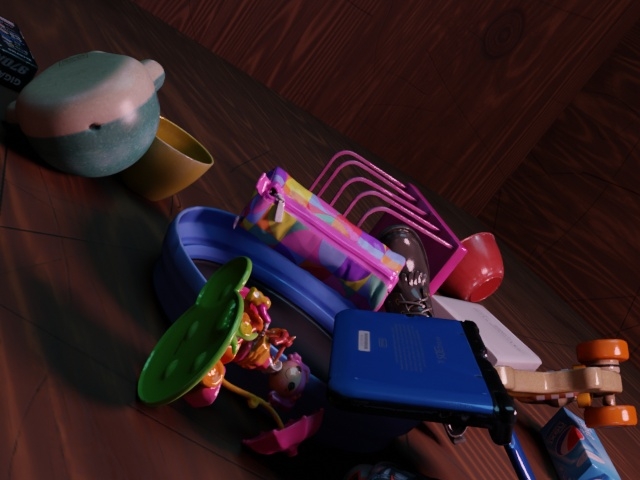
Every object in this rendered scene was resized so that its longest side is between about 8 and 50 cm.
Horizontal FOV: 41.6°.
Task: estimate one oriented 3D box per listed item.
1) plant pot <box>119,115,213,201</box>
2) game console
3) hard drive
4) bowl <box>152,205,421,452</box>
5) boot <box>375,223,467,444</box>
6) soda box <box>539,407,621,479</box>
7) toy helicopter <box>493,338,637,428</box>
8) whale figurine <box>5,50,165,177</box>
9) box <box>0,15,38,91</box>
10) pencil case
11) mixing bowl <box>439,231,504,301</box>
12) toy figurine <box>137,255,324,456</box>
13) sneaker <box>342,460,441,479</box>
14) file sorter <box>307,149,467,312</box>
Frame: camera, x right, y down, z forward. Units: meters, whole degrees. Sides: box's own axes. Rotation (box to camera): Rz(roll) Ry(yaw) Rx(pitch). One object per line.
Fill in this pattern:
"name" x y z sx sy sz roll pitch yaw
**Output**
"plant pot" -0.237 -0.114 1.226 0.134 0.095 0.134 35 13 -9
"game console" 0.129 0.199 0.910 0.250 0.173 0.293 6 10 2
"hard drive" 0.343 0.199 1.787 0.203 0.040 0.308 44 15 28
"bowl" -0.035 0.106 1.048 0.391 0.077 0.391 35 14 -10
"boot" 0.153 0.124 1.185 0.229 0.091 0.262 -128 -154 -68
"soda box" 0.433 0.363 1.409 0.071 0.067 0.210 36 13 -6
"toy helicopter" 0.337 0.235 1.374 0.355 0.235 0.140 14 68 -42
"whale figurine" -0.308 -0.176 1.137 0.272 0.216 0.141 -129 -160 -59
"box" -0.537 -0.317 1.234 0.220 0.051 0.175 25 18 -42
"pencil case" 0.000 0.000 1.122 0.236 0.104 0.104 34 14 -11
"mixing bowl" 0.355 0.078 1.951 0.181 0.181 0.098 18 32 -55
"toy figurine" -0.062 0.128 0.805 0.159 0.130 0.173 45 48 -24
"sneaker" 0.060 0.264 0.767 0.125 0.104 0.262 32 2 22
"file sorter" 0.076 -0.005 1.440 0.182 0.202 0.290 30 15 -22
